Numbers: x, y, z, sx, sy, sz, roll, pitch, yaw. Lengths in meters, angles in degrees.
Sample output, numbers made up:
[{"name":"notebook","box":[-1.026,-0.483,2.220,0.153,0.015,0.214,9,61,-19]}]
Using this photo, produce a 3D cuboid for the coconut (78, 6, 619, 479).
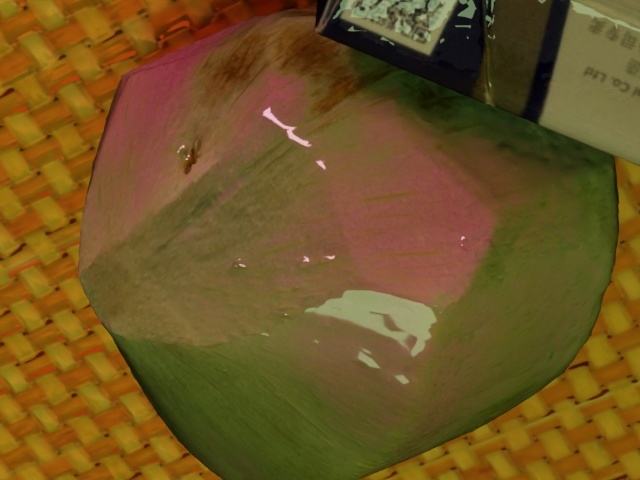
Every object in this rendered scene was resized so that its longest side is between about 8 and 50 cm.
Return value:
[{"name":"coconut","box":[0.000,0.000,0.785,0.235,0.236,0.205,18,130,-9]}]

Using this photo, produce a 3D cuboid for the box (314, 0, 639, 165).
[{"name":"box","box":[0.125,-0.093,0.752,0.259,0.168,0.071,20,119,-9]}]
